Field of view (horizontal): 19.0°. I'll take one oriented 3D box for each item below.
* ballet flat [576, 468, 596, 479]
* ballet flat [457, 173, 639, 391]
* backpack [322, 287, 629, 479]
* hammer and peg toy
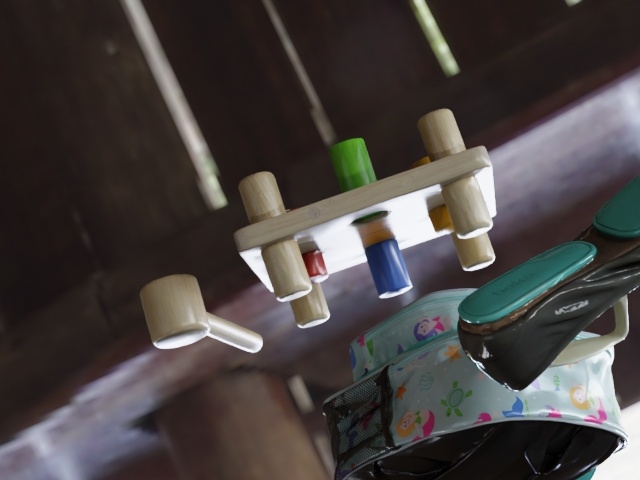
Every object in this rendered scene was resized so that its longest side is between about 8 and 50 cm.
[{"bbox_3d":[0.163,0.272,1.905,0.248,0.086,0.086,-41,163,-2],"label":"ballet flat"},{"bbox_3d":[0.232,0.022,1.500,0.280,0.096,0.095,-33,-157,-7],"label":"ballet flat"},{"bbox_3d":[0.148,0.150,1.731,0.225,0.191,0.253,10,156,-29],"label":"backpack"},{"bbox_3d":[0.000,0.000,1.907,0.361,0.127,0.266,-19,168,3],"label":"hammer and peg toy"}]
